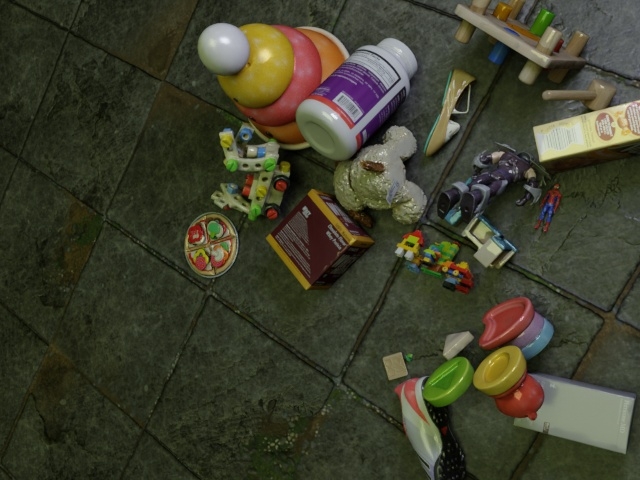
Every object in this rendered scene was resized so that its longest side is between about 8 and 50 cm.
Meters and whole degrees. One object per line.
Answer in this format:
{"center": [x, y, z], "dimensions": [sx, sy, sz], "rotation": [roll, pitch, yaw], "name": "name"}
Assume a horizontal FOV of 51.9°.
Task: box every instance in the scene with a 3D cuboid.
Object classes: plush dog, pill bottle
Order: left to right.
{"center": [0.099, -0.362, 1.655], "dimensions": [0.182, 0.181, 0.323], "rotation": [33, 68, 25], "name": "pill bottle"}
{"center": [0.122, -0.153, 1.697], "dimensions": [0.225, 0.211, 0.262], "rotation": [-20, 77, 49], "name": "plush dog"}

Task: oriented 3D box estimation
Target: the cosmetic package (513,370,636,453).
{"center": [0.567, 0.378, 1.465], "dimensions": [0.238, 0.107, 0.127], "rotation": [7, 87, 31], "name": "cosmetic package"}

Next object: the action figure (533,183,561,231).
{"center": [0.540, -0.079, 1.552], "dimensions": [0.038, 0.030, 0.115], "rotation": [22, 95, 32], "name": "action figure"}

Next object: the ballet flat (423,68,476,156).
{"center": [0.328, -0.314, 1.651], "dimensions": [0.073, 0.080, 0.232], "rotation": [20, 97, 12], "name": "ballet flat"}

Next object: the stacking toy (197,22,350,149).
{"center": [-0.154, -0.441, 1.677], "dimensions": [0.351, 0.480, 0.350], "rotation": [-2, 85, 27], "name": "stacking toy"}

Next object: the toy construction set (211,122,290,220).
{"center": [-0.199, -0.168, 1.823], "dimensions": [0.327, 0.215, 0.151], "rotation": [118, 161, -52], "name": "toy construction set"}

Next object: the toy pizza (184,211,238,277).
{"center": [-0.337, 0.013, 1.992], "dimensions": [0.201, 0.032, 0.201], "rotation": [-2, 85, 27], "name": "toy pizza"}

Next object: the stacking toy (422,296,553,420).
{"center": [0.393, 0.290, 1.488], "dimensions": [0.130, 0.309, 0.280], "rotation": [47, 131, -9], "name": "stacking toy"}

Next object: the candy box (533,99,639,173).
{"center": [0.641, -0.230, 1.422], "dimensions": [0.317, 0.183, 0.087], "rotation": [-11, 82, 26], "name": "candy box"}

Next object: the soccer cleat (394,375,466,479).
{"center": [0.269, 0.497, 1.622], "dimensions": [0.116, 0.109, 0.318], "rotation": [-22, 78, 45], "name": "soccer cleat"}

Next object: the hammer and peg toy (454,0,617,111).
{"center": [0.492, -0.430, 1.469], "dimensions": [0.361, 0.266, 0.127], "rotation": [42, 124, 24], "name": "hammer and peg toy"}

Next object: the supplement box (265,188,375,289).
{"center": [0.000, 0.000, 1.765], "dimensions": [0.194, 0.129, 0.191], "rotation": [-46, 68, 17], "name": "supplement box"}

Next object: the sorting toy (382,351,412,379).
{"center": [0.206, 0.322, 1.703], "dimensions": [0.083, 0.012, 0.062], "rotation": [-23, 72, 27], "name": "sorting toy"}

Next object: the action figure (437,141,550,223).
{"center": [0.403, -0.136, 1.522], "dimensions": [0.185, 0.285, 0.099], "rotation": [33, 142, 43], "name": "action figure"}

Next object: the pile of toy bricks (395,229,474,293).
{"center": [0.304, 0.042, 1.636], "dimensions": [0.212, 0.118, 0.105], "rotation": [22, 68, 42], "name": "pile of toy bricks"}

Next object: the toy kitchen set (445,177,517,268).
{"center": [0.377, -0.046, 1.554], "dimensions": [0.207, 0.166, 0.122], "rotation": [47, 108, 22], "name": "toy kitchen set"}
